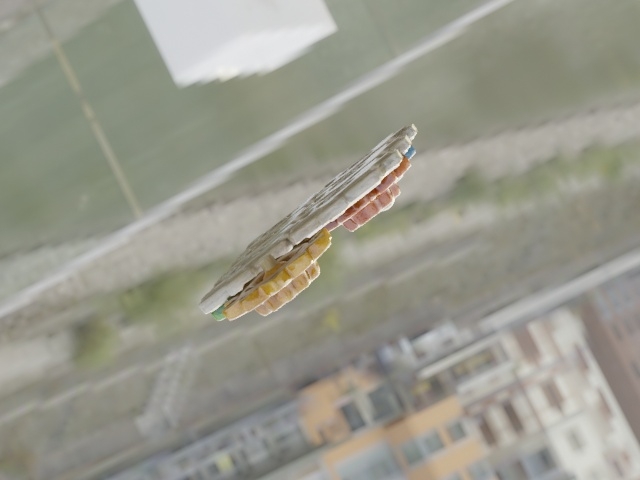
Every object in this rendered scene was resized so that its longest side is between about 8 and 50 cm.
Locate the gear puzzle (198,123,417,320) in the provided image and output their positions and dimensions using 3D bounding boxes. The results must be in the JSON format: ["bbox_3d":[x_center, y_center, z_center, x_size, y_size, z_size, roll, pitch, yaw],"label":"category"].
[{"bbox_3d":[0.000,0.000,1.385,0.175,0.044,0.339,-37,-176,11],"label":"gear puzzle"}]
